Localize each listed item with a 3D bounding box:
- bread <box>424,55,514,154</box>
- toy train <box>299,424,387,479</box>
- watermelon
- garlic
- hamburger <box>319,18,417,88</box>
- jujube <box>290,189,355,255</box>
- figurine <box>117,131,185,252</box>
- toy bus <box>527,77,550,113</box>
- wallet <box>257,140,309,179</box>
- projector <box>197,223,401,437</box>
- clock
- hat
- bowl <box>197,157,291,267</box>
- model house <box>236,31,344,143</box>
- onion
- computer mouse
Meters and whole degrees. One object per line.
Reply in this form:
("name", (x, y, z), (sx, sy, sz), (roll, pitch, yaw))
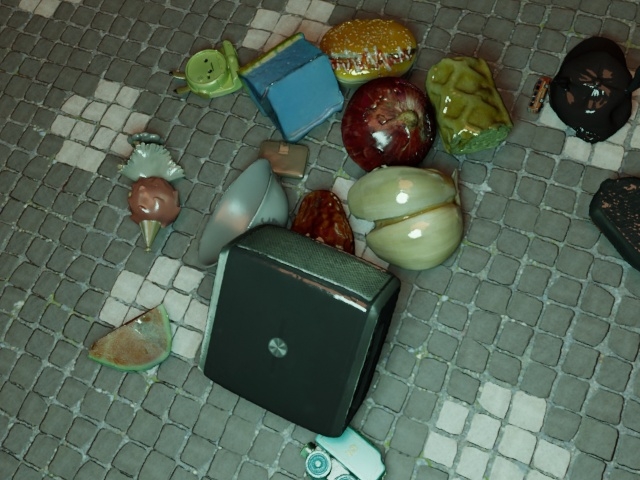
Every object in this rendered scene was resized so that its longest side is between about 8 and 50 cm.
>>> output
("bread", (0.413, -0.373, 1.818), (0.195, 0.238, 0.252), (-20, 76, 5))
("toy train", (0.059, 0.545, 1.584), (0.203, 0.112, 0.163), (36, 74, 18))
("watermelon", (-0.508, 0.294, 1.799), (0.231, 0.128, 0.146), (-30, 94, 12))
("garlic", (0.236, -0.075, 1.759), (0.312, 0.286, 0.249), (-7, 23, 1))
("hamburger", (0.147, -0.579, 1.984), (0.295, 0.151, 0.227), (-4, 66, 8))
("jujube", (0.000, 0.000, 1.762), (0.197, 0.197, 0.290), (-4, 59, 9))
("figurine", (-0.505, -0.141, 1.941), (0.207, 0.166, 0.387), (2, 67, -36))
("toy bus", (0.640, -0.425, 1.898), (0.043, 0.031, 0.110), (18, 73, 23))
("wallet", (-0.114, -0.244, 1.960), (0.152, 0.039, 0.118), (9, 73, 10))
("projector", (-0.048, 0.209, 1.572), (0.405, 0.242, 0.395), (21, 113, 16))
("clock", (-0.372, -0.541, 2.104), (0.231, 0.069, 0.170), (-19, 67, 3))
("hat", (0.770, -0.464, 1.791), (0.238, 0.209, 0.336), (14, 73, 13))
("bowl", (-0.182, -0.043, 1.801), (0.157, 0.345, 0.346), (33, 73, -25))
("model house", (-0.108, -0.489, 1.966), (0.237, 0.215, 0.303), (-35, 51, -3))
("onion", (0.191, -0.320, 1.820), (0.276, 0.276, 0.276), (-3, 68, 9))
("computer mouse", (0.835, -0.027, 1.662), (0.182, 0.116, 0.323), (-30, 59, 1))
